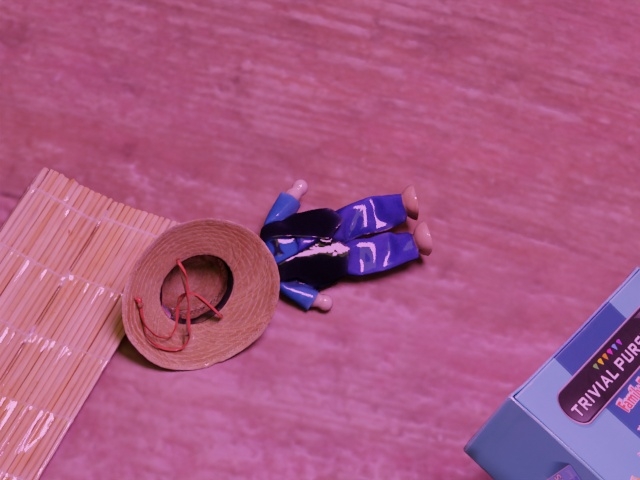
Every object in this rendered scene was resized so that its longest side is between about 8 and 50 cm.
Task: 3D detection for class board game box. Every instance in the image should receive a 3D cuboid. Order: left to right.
[{"bbox_3d":[0.313,0.205,1.423,0.336,0.079,0.254,43,40,10],"label":"board game box"}]

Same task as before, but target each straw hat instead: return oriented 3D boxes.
[{"bbox_3d":[-0.112,0.038,1.549,0.144,0.144,0.061,-10,20,-13],"label":"straw hat"}]

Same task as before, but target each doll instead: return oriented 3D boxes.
[{"bbox_3d":[0.000,0.000,1.601,0.189,0.046,0.129,-14,70,-9],"label":"doll"}]

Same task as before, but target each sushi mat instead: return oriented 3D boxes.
[{"bbox_3d":[-0.252,0.079,1.534,0.151,0.019,0.316,25,59,7],"label":"sushi mat"}]
